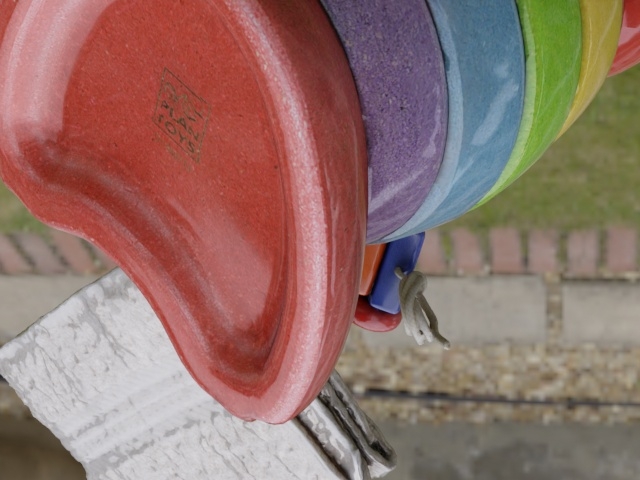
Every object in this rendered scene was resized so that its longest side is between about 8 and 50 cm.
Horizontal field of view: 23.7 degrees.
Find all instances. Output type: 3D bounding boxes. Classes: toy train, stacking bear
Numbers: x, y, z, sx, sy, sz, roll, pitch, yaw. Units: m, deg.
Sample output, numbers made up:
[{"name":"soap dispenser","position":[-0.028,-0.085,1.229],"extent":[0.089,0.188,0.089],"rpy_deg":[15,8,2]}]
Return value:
[{"name":"toy train","position":[0.000,0.000,1.024],"extent":[0.143,0.105,0.248],"rpy_deg":[13,-162,-11]},{"name":"stacking bear","position":[0.044,-0.088,0.579],"extent":[0.289,0.175,0.164],"rpy_deg":[-29,151,-38]}]

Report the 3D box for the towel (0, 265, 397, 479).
[{"name":"towel","position":[-0.089,0.103,0.928],"extent":[0.187,0.049,0.282],"rpy_deg":[53,142,-5]}]
